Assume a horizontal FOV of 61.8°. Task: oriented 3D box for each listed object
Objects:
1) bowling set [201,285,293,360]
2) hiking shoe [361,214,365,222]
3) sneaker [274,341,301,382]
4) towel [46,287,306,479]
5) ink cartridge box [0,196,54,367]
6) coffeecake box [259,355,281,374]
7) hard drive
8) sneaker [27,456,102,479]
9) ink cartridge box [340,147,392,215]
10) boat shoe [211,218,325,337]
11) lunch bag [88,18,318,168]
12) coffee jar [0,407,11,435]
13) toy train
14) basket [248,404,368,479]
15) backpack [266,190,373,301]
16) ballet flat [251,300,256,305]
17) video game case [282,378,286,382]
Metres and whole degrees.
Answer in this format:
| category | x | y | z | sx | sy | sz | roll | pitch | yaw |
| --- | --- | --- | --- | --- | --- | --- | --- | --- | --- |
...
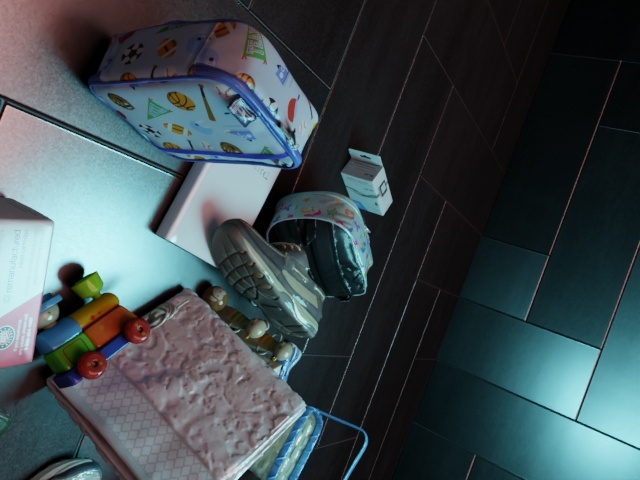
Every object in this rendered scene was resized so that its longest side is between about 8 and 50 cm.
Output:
| category | x | y | z | sx | sy | sz | roll | pitch | yaw |
| --- | --- | --- | --- | --- | --- | --- | --- | --- | --- |
| bowling set | -0.192 | 0.208 | 1.108 | 0.287 | 0.154 | 0.199 | -36 | 135 | -44 |
| hiking shoe | 0.034 | 0.012 | 1.440 | 0.114 | 0.086 | 0.226 | 31 | 75 | -45 |
| sneaker | -0.104 | 0.332 | 1.418 | 0.144 | 0.053 | 0.059 | -59 | 149 | -34 |
| towel | -0.236 | 0.266 | 0.923 | 0.317 | 0.332 | 0.053 | -35 | 161 | -44 |
| ink cartridge box | -0.480 | 0.055 | 0.605 | 0.283 | 0.117 | 0.207 | -1 | 108 | -58 |
| coffeecake box | -0.173 | 0.388 | 1.285 | 0.142 | 0.068 | 0.185 | -6 | 113 | -68 |
| hard drive | -0.178 | -0.107 | 1.060 | 0.307 | 0.040 | 0.203 | -64 | 148 | -10 |
| sneaker | -0.466 | 0.478 | 0.863 | 0.283 | 0.122 | 0.110 | -35 | 135 | -44 |
| ink cartridge box | 0.122 | -0.156 | 1.441 | 0.060 | 0.104 | 0.180 | -54 | 145 | -22 |
| boat shoe | -0.098 | 0.066 | 1.114 | 0.130 | 0.133 | 0.355 | -63 | 141 | -30 |
| lunch bag | -0.160 | -0.196 | 0.784 | 0.243 | 0.304 | 0.114 | 49 | 56 | -55 |
| coffee jar | -0.520 | 0.295 | 0.717 | 0.184 | 0.079 | 0.096 | -55 | 146 | -22 |
| toy train | -0.342 | 0.109 | 0.866 | 0.248 | 0.105 | 0.143 | -42 | 106 | -46 |
| basket | -0.051 | 0.549 | 1.391 | 0.254 | 0.289 | 0.201 | -55 | 149 | -23 |
| backpack | 0.000 | 0.000 | 1.231 | 0.253 | 0.225 | 0.191 | 66 | 29 | -44 |
| ballet flat | -0.133 | 0.141 | 1.277 | 0.052 | 0.057 | 0.168 | -37 | 140 | 0 |
| video game case | -0.216 | 0.362 | 1.078 | 0.204 | 0.285 | 0.025 | -33 | 96 | -45 |
